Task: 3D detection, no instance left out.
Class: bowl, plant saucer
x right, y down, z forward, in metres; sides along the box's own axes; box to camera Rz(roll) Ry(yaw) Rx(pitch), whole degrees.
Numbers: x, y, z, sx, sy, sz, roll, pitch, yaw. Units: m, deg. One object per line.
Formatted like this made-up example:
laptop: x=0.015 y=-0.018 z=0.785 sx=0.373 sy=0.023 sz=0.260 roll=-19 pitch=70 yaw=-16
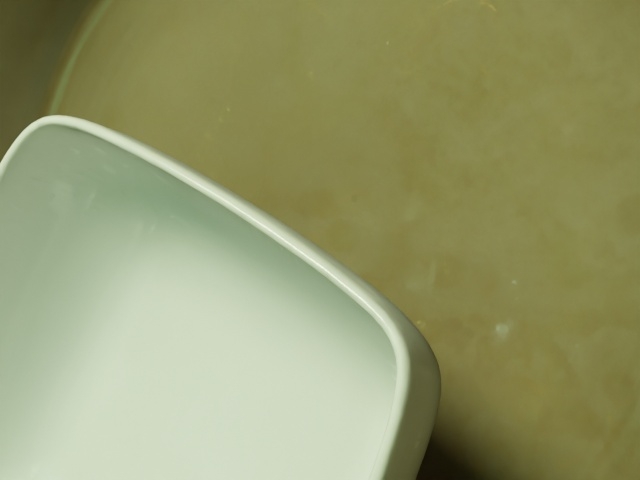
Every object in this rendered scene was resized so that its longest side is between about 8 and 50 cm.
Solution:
bowl: x=-0.040 y=0.053 z=0.461 sx=0.142 sy=0.053 sz=0.142 roll=32 pitch=103 yaw=28
plant saucer: x=0.000 y=0.000 z=0.493 sx=0.278 sy=0.041 sz=0.278 roll=-2 pitch=86 yaw=31
